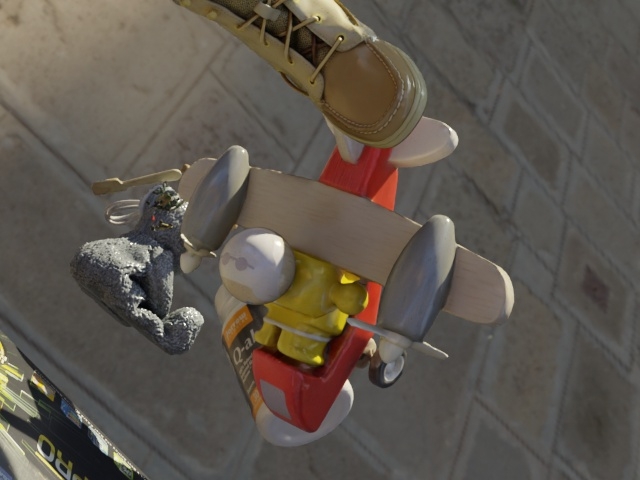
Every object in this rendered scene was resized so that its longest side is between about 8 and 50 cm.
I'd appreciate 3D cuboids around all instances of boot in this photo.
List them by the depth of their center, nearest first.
[{"bbox_3d":[-0.034,-0.193,0.859,0.203,0.095,0.262,24,22,-45],"label":"boot"}]

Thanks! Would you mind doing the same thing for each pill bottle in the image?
[{"bbox_3d":[-0.069,0.180,1.569,0.162,0.162,0.278,16,31,-40],"label":"pill bottle"}]

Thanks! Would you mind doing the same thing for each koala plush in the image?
[{"bbox_3d":[-0.247,0.019,1.467,0.221,0.196,0.203,-53,135,-15],"label":"koala plush"}]

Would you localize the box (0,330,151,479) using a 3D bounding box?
[{"bbox_3d":[-0.305,0.232,0.965,0.395,0.097,0.318,51,2,-16],"label":"box"}]

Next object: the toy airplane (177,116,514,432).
[{"bbox_3d":[0.000,0.000,1.134,0.272,0.386,0.385,-5,67,-48],"label":"toy airplane"}]

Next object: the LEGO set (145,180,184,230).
[{"bbox_3d":[-0.213,-0.043,1.323,0.023,0.054,0.083,77,27,-53],"label":"LEGO set"}]

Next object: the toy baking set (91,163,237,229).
[{"bbox_3d":[-0.242,-0.054,1.593,0.256,0.196,0.030,37,32,-49],"label":"toy baking set"}]
